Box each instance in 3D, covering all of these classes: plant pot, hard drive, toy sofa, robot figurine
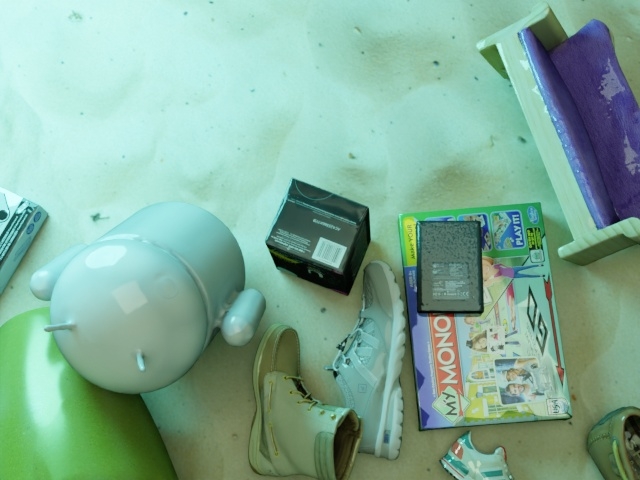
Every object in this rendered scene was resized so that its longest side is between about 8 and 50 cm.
[{"bbox_3d":[-0.348,0.247,1.137,0.274,0.275,0.294,-20,58,-3],"label":"plant pot"},{"bbox_3d":[0.186,0.037,1.222,0.094,0.022,0.135,0,74,3],"label":"hard drive"},{"bbox_3d":[0.378,-0.157,1.219,0.177,0.150,0.363,-25,73,24],"label":"toy sofa"},{"bbox_3d":[-0.219,0.070,1.115,0.299,0.353,0.200,10,109,9],"label":"robot figurine"}]

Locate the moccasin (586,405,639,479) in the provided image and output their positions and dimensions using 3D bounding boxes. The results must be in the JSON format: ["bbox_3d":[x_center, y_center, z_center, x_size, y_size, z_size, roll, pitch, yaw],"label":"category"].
[{"bbox_3d":[0.498,0.383,1.091,0.139,0.147,0.380,-26,75,-4],"label":"moccasin"}]

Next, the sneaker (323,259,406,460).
[{"bbox_3d":[0.062,0.163,1.197,0.115,0.105,0.281,2,75,3],"label":"sneaker"}]

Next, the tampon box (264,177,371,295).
[{"bbox_3d":[0.000,0.000,1.218,0.120,0.161,0.101,21,77,10],"label":"tampon box"}]

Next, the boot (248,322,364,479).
[{"bbox_3d":[-0.017,0.220,1.159,0.165,0.077,0.213,-5,76,43],"label":"boot"}]

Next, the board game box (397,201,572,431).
[{"bbox_3d":[0.233,0.108,1.236,0.213,0.046,0.317,-5,74,1],"label":"board game box"}]

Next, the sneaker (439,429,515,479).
[{"bbox_3d":[0.247,0.326,1.166,0.161,0.057,0.075,35,84,14],"label":"sneaker"}]

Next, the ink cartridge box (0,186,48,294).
[{"bbox_3d":[-0.514,0.022,1.298,0.097,0.046,0.207,24,77,10],"label":"ink cartridge box"}]
